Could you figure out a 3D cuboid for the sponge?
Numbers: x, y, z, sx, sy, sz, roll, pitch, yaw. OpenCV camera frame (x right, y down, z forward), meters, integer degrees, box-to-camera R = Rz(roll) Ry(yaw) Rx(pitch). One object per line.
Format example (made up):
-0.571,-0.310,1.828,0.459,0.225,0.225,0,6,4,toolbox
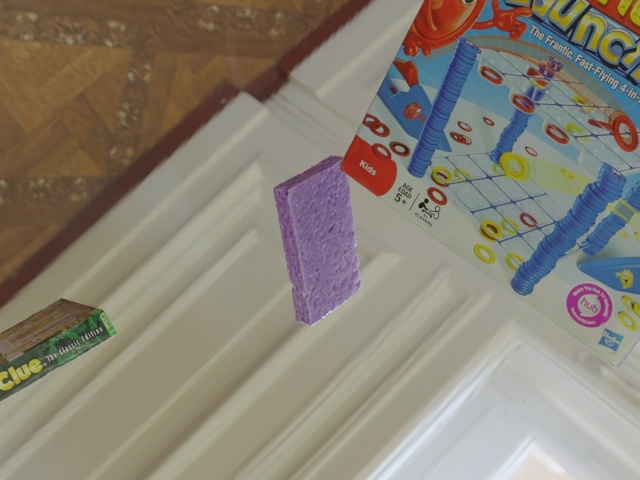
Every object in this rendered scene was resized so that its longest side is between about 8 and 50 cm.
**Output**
0.000,0.000,1.448,0.117,0.031,0.210,-34,127,-39,sponge

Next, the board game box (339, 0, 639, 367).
0.211,-0.105,0.893,0.086,0.308,0.302,-30,152,-55,board game box

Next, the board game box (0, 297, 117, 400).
-0.273,0.101,0.985,0.136,0.260,0.030,-33,100,-19,board game box
